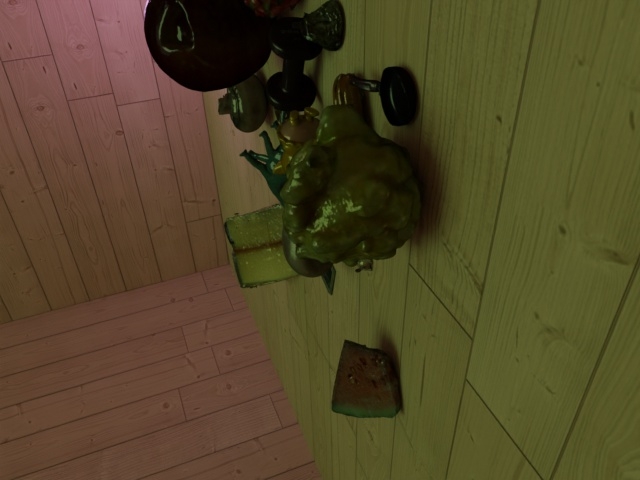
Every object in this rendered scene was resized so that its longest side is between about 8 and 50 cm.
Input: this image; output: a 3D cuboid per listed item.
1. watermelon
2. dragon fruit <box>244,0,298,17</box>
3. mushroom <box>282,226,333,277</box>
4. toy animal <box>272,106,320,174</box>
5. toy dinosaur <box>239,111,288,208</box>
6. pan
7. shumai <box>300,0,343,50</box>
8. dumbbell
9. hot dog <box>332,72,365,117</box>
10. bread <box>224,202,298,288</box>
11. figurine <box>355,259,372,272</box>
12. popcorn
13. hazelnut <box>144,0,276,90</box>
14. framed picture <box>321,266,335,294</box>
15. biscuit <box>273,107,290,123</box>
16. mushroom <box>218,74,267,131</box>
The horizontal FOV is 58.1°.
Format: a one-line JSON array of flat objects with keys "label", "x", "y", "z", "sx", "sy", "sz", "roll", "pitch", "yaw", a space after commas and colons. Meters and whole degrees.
[{"label": "watermelon", "x": 0.119, "y": 0.353, "z": 1.556, "sx": 0.139, "sy": 0.193, "sz": 0.256, "roll": -74, "pitch": -19, "yaw": -53}, {"label": "dragon fruit", "x": -0.119, "y": -0.660, "z": 1.466, "sx": 0.172, "sy": 0.160, "sz": 0.166, "roll": 15, "pitch": 83, "yaw": 55}, {"label": "mushroom", "x": -0.008, "y": -0.009, "z": 1.633, "sx": 0.206, "sy": 0.209, "sz": 0.206, "roll": 46, "pitch": -157, "yaw": -27}, {"label": "toy animal", "x": -0.051, "y": -0.260, "z": 1.563, "sx": 0.229, "sy": 0.156, "sz": 0.156, "roll": 99, "pitch": 151, "yaw": -51}, {"label": "toy dinosaur", "x": -0.090, "y": -0.219, "z": 1.892, "sx": 0.331, "sy": 0.129, "sz": 0.383, "roll": 46, "pitch": 141, "yaw": -7}, {"label": "pan", "x": 0.124, "y": -0.295, "z": 1.133, "sx": 0.212, "sy": 0.040, "sz": 0.114, "roll": 42, "pitch": 145, "yaw": 50}, {"label": "shumai", "x": -0.003, "y": -0.482, "z": 1.312, "sx": 0.123, "sy": 0.087, "sz": 0.098, "roll": 104, "pitch": 146, "yaw": -61}, {"label": "dumbbell", "x": -0.069, "y": -0.446, "z": 1.475, "sx": 0.225, "sy": 0.141, "sz": 0.123, "roll": 106, "pitch": 162, "yaw": -59}, {"label": "hot dog", "x": 0.072, "y": -0.250, "z": 1.301, "sx": 0.100, "sy": 0.068, "sz": 0.249, "roll": -113, "pitch": 15, "yaw": -73}, {"label": "bread", "x": -0.227, "y": 0.033, "z": 2.297, "sx": 0.405, "sy": 0.242, "sz": 0.345, "roll": -159, "pitch": 53, "yaw": -74}, {"label": "figurine", "x": 0.099, "y": 0.049, "z": 1.509, "sx": 0.083, "sy": 0.051, "sz": 0.047, "roll": -123, "pitch": 30, "yaw": -47}, {"label": "popcorn", "x": 0.058, "y": -0.079, "z": 1.126, "sx": 0.274, "sy": 0.279, "sz": 0.335, "roll": -66, "pitch": 8, "yaw": -14}, {"label": "hazelnut", "x": -0.303, "y": -0.643, "z": 1.658, "sx": 0.402, "sy": 0.403, "sz": 0.429, "roll": 103, "pitch": -174, "yaw": -58}, {"label": "framed picture", "x": 0.006, "y": 0.073, "z": 1.908, "sx": 0.141, "sy": 0.011, "sz": 0.183, "roll": 97, "pitch": 153, "yaw": -52}, {"label": "biscuit", "x": -0.127, "y": -0.421, "z": 1.891, "sx": 0.124, "sy": 0.026, "sz": 0.174, "roll": 112, "pitch": 140, "yaw": -65}, {"label": "mushroom", "x": -0.286, "y": -0.501, "z": 2.080, "sx": 0.226, "sy": 0.178, "sz": 0.226, "roll": 173, "pitch": 90, "yaw": -67}]
